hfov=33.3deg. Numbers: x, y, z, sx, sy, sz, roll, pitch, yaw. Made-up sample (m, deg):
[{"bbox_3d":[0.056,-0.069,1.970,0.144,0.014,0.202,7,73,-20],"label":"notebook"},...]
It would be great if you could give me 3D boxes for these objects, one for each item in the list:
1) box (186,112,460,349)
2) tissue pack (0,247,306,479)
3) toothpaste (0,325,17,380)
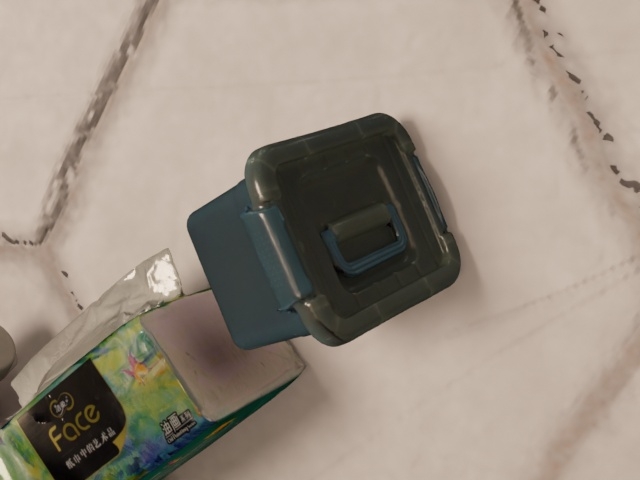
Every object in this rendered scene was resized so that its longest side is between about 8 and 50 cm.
[{"bbox_3d":[0.000,0.000,0.406,0.054,0.099,0.074,-26,88,40],"label":"box"},{"bbox_3d":[-0.082,0.063,0.456,0.111,0.085,0.079,-39,82,25],"label":"tissue pack"},{"bbox_3d":[-0.246,0.133,0.559,0.075,0.048,0.301,39,122,-17],"label":"toothpaste"}]
